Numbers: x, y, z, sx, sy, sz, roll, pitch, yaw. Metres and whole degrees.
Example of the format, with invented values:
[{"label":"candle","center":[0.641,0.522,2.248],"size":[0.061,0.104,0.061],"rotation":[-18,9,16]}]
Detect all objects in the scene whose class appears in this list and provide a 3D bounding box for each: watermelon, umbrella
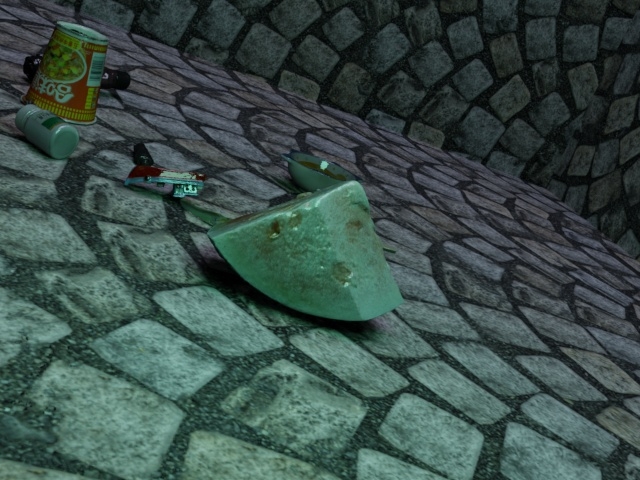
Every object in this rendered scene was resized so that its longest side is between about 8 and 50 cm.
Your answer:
[{"label":"watermelon","center":[-0.005,-0.004,1.492],"size":[0.387,0.258,0.228],"rotation":[21,18,-16]},{"label":"umbrella","center":[-0.672,-0.461,2.269],"size":[0.090,0.094,0.326],"rotation":[-20,-13,40]}]

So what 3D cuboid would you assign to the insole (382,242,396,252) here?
[{"label":"insole","center":[0.104,-0.007,2.043],"size":[0.192,0.010,0.063],"rotation":[19,18,-12]}]

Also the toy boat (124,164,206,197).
[{"label":"toy boat","center":[-0.334,-0.125,1.749],"size":[0.173,0.058,0.069],"rotation":[6,1,-18]}]

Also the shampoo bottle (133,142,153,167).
[{"label":"shampoo bottle","center":[-0.418,-0.196,1.912],"size":[0.048,0.027,0.137],"rotation":[13,20,-23]}]

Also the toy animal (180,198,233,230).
[{"label":"toy animal","center":[-0.222,-0.038,1.683],"size":[0.217,0.041,0.075],"rotation":[25,16,18]}]

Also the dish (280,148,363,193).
[{"label":"dish","center":[-0.005,-0.170,2.258],"size":[0.236,0.086,0.228],"rotation":[23,16,0]}]

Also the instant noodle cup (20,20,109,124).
[{"label":"instant noodle cup","center":[-0.619,-0.420,2.006],"size":[0.193,0.212,0.193],"rotation":[21,18,-7]}]

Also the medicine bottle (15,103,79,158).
[{"label":"medicine bottle","center":[-0.584,-0.234,1.728],"size":[0.130,0.080,0.080],"rotation":[33,20,25]}]
